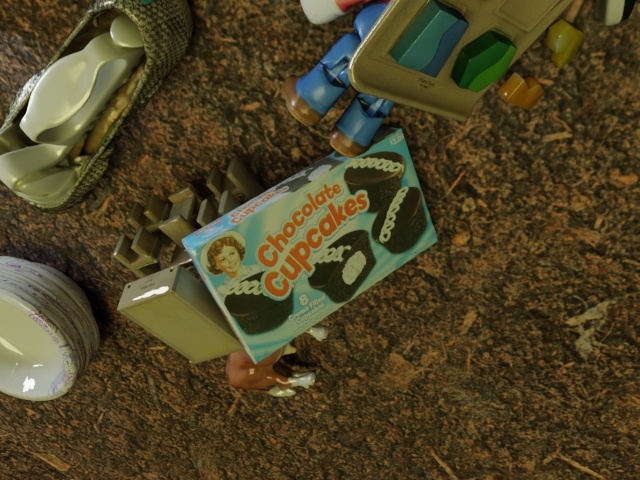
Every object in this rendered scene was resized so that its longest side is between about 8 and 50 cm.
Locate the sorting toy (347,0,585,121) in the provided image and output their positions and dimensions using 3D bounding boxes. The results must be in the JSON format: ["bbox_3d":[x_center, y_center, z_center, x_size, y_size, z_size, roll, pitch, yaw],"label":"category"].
[{"bbox_3d":[0.196,-0.217,0.542,0.307,0.041,0.229,1,138,-42],"label":"sorting toy"}]

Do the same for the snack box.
[{"bbox_3d":[0.000,0.000,0.723,0.322,0.060,0.187,-32,117,-16],"label":"snack box"}]

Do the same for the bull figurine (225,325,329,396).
[{"bbox_3d":[-0.082,0.151,0.928,0.188,0.101,0.310,14,124,2],"label":"bull figurine"}]

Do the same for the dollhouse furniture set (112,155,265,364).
[{"bbox_3d":[-0.180,0.034,0.804,0.212,0.242,0.161,-20,133,24],"label":"dollhouse furniture set"}]

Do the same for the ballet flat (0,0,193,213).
[{"bbox_3d":[-0.359,-0.168,0.742,0.164,0.182,0.483,42,122,-15],"label":"ballet flat"}]

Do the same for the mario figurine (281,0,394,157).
[{"bbox_3d":[0.104,-0.255,0.614,0.320,0.170,0.198,-45,146,22],"label":"mario figurine"}]

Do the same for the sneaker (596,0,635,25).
[{"bbox_3d":[0.351,-0.335,0.531,0.121,0.079,0.217,-3,121,14],"label":"sneaker"}]

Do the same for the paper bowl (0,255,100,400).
[{"bbox_3d":[-0.560,0.156,1.016,0.284,0.148,0.284,6,124,9],"label":"paper bowl"}]
